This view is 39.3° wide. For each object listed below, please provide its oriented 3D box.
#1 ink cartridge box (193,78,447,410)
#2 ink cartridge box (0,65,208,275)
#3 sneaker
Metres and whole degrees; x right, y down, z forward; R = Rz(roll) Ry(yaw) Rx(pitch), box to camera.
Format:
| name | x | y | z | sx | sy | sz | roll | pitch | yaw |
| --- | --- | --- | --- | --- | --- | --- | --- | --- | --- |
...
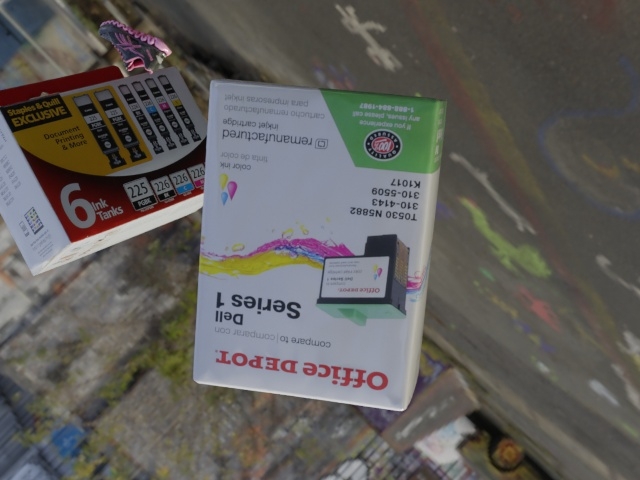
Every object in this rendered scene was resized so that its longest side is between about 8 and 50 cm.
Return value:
| name | x | y | z | sx | sy | sz | roll | pitch | yaw |
| --- | --- | --- | --- | --- | --- | --- | --- | --- | --- |
| ink cartridge box | 0.000 | 0.000 | 0.824 | 0.201 | 0.278 | 0.117 | 6 | -170 | 9 |
| ink cartridge box | -0.320 | -0.137 | 1.278 | 0.130 | 0.309 | 0.271 | -31 | 88 | 44 |
| sneaker | -0.271 | -0.271 | 1.269 | 0.119 | 0.057 | 0.047 | 24 | 176 | 21 |
